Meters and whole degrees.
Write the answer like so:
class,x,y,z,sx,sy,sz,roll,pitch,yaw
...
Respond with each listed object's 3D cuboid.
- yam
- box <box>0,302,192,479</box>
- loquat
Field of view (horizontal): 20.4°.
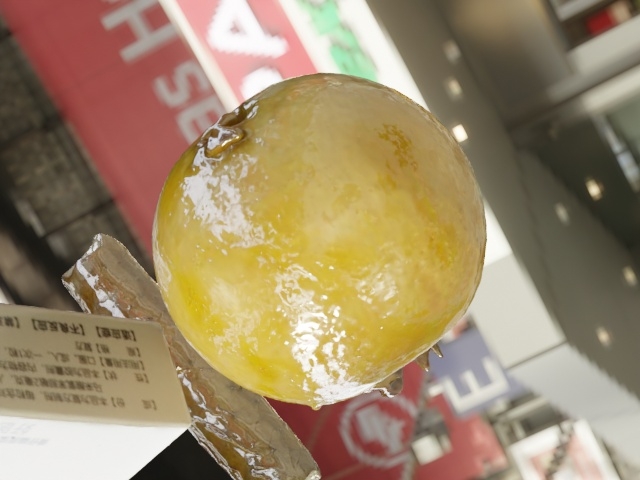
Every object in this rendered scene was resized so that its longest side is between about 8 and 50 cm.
class,x,y,z,sx,sy,sz,roll,pitch,yaw
yam,-0.087,0.082,1.127,0.241,0.057,0.057,46,-173,30
box,-0.254,0.100,0.758,0.353,0.214,0.069,11,-133,-43
loquat,0.000,0.000,0.797,0.163,0.163,0.137,53,175,-29
